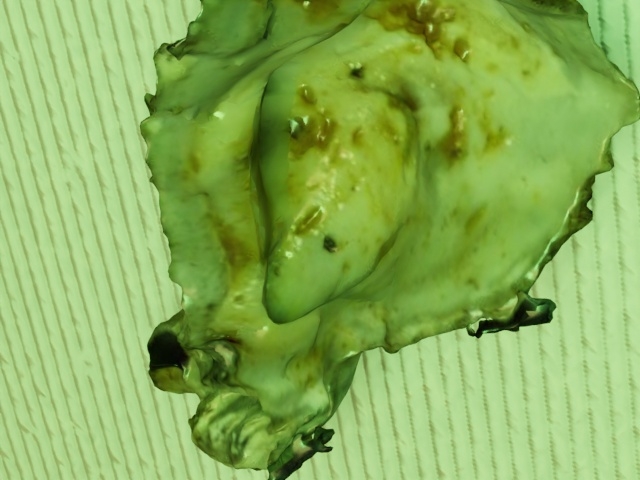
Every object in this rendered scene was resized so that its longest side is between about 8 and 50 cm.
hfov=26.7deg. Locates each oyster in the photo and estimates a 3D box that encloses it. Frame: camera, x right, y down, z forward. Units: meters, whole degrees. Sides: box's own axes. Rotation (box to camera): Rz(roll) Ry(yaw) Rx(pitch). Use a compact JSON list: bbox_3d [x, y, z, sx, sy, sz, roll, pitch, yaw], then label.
[{"bbox_3d":[0.008,0.003,0.618,0.197,0.133,0.337,30,128,8],"label":"oyster"}]
